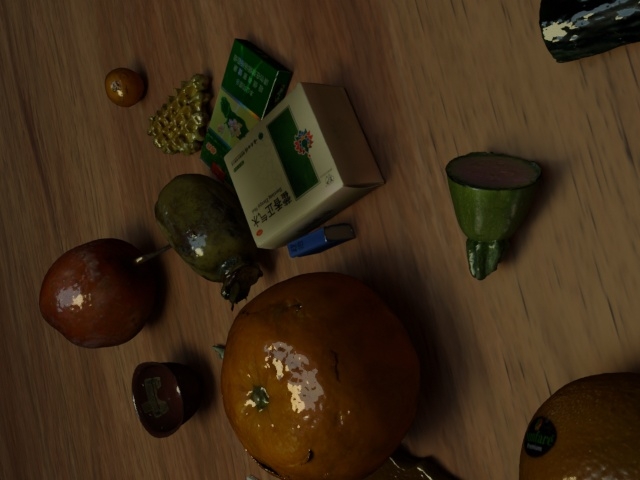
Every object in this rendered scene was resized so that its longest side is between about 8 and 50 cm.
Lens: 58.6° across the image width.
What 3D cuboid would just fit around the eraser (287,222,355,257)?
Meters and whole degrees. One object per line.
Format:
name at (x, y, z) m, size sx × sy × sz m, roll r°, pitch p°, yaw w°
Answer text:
eraser at (0.000, 0.000, 0.858) m, size 0.085 × 0.063 × 0.027 m, roll -23°, pitch 79°, yaw 44°

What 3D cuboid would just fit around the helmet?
helmet at (-0.295, 0.308, 1.164) m, size 0.175 × 0.106 × 0.155 m, roll -33°, pitch 75°, yaw 40°

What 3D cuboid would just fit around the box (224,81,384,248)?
box at (-0.032, -0.105, 0.855) m, size 0.212 × 0.095 × 0.168 m, roll -33°, pitch 75°, yaw 42°

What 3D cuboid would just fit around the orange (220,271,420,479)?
orange at (-0.003, 0.184, 0.775) m, size 0.284 × 0.226 × 0.283 m, roll 1°, pitch 92°, yaw 44°

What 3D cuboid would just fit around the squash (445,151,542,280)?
squash at (0.196, -0.024, 0.660) m, size 0.105 × 0.105 × 0.132 m, roll 23°, pitch 130°, yaw 40°

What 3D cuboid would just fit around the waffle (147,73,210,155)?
waffle at (-0.279, -0.245, 1.110) m, size 0.192 × 0.046 × 0.160 m, roll 19°, pitch 111°, yaw 41°

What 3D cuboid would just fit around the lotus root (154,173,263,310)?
lotus root at (-0.180, -0.004, 0.983) m, size 0.278 × 0.154 × 0.154 m, roll 50°, pitch 127°, yaw 28°

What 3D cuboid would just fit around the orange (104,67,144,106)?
orange at (-0.414, -0.324, 1.207) m, size 0.084 × 0.084 × 0.083 m, roll 8°, pitch 102°, yaw 44°

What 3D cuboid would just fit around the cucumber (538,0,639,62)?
cucumber at (0.313, -0.229, 0.517) m, size 0.211 × 0.062 × 0.078 m, roll -7°, pitch 90°, yaw 45°

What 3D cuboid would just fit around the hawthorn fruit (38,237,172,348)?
hawthorn fruit at (-0.473, 0.098, 1.218) m, size 0.231 × 0.235 × 0.262 m, roll 24°, pitch 111°, yaw 42°

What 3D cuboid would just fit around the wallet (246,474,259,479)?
wallet at (-0.111, 0.477, 1.075) m, size 0.083 × 0.011 × 0.044 m, roll 7°, pitch 100°, yaw 44°

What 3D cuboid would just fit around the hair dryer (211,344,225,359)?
hair dryer at (-0.141, 0.266, 1.050) m, size 0.237 × 0.075 × 0.206 m, roll 27°, pitch 121°, yaw 47°

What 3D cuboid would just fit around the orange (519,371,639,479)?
orange at (0.284, 0.223, 0.527) m, size 0.206 × 0.206 × 0.206 m, roll 8°, pitch 102°, yaw 44°

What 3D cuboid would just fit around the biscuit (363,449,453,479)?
biscuit at (0.141, 0.389, 0.799) m, size 0.215 × 0.034 × 0.182 m, roll -2°, pitch 96°, yaw 42°

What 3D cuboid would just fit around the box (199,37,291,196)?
box at (-0.135, -0.208, 0.980) m, size 0.132 × 0.034 × 0.235 m, roll 44°, pitch 124°, yaw 31°
